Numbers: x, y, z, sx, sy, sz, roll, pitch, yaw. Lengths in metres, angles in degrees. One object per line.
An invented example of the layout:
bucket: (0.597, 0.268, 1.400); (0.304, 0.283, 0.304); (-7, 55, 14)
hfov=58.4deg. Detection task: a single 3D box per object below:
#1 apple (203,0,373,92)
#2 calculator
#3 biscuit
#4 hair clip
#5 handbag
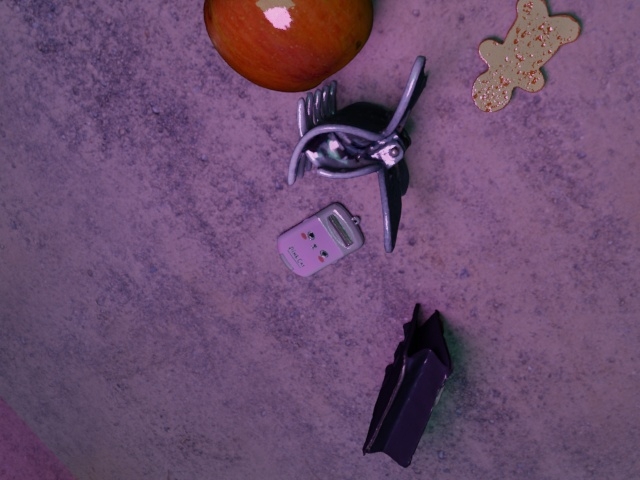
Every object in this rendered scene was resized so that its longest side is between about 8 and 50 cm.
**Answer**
apple: (-0.060, -0.467, 1.169); (0.339, 0.339, 0.340); (5, 113, 13)
calculator: (0.000, 0.000, 1.498); (0.246, 0.045, 0.141); (-29, 102, 23)
biscuit: (0.418, -0.389, 1.229); (0.165, 0.036, 0.250); (34, 113, 1)
hair clip: (0.089, -0.221, 1.235); (0.238, 0.318, 0.392); (11, 116, 12)
handbag: (0.223, 0.351, 1.431); (0.122, 0.329, 0.303); (20, 110, 5)
